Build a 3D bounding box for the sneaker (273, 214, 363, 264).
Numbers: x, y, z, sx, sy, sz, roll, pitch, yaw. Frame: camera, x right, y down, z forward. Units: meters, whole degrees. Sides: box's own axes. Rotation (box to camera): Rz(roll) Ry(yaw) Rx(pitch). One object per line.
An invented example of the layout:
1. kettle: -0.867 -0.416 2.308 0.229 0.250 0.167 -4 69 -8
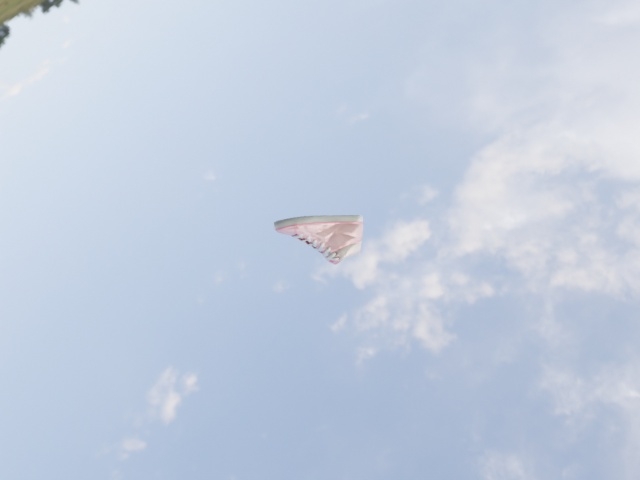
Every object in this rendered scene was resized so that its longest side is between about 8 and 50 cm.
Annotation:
1. sneaker: 0.000 0.000 0.815 0.051 0.134 0.070 175 -87 -68
